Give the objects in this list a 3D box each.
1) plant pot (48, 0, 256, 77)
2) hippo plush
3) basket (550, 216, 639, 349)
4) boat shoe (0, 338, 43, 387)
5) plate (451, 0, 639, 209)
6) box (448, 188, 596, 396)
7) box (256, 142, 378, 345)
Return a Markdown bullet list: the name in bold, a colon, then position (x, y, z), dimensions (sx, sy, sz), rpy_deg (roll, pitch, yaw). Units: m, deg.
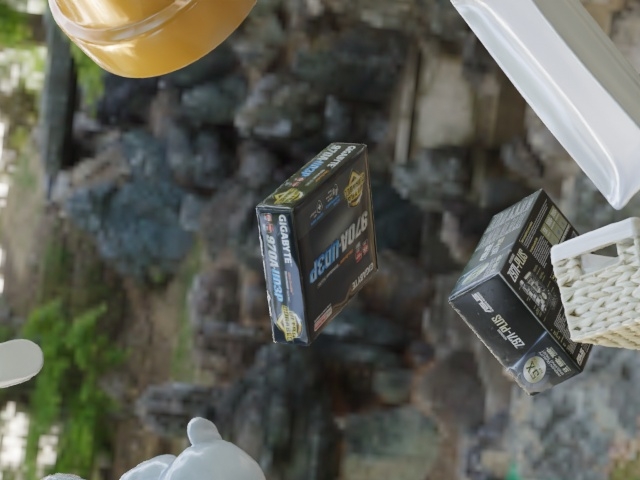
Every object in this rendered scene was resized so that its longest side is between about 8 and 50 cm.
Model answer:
- **plant pot**: position (-0.172, -0.271, 1.349), dimensions (0.188, 0.205, 0.205), rpy_deg (42, -137, -51)
- **hippo plush**: position (-0.164, 0.270, 1.582), dimensions (0.294, 0.234, 0.236), rpy_deg (-29, 17, 36)
- **basket**: position (0.329, 0.048, 1.615), dimensions (0.113, 0.167, 0.103), rpy_deg (-24, 67, 43)
- **boat shoe**: position (-0.420, 0.157, 1.899), dimensions (0.063, 0.184, 0.066), rpy_deg (117, 134, -68)
- **plate**: position (0.220, -0.163, 1.468), dimensions (0.278, 0.045, 0.277), rpy_deg (52, 178, 6)
- **box**: position (0.237, 0.056, 1.766), dimensions (0.077, 0.147, 0.180), rpy_deg (-31, 16, 37)
- **box**: position (0.000, 0.000, 1.929), dimensions (0.220, 0.051, 0.175), rpy_deg (-43, -48, -56)
